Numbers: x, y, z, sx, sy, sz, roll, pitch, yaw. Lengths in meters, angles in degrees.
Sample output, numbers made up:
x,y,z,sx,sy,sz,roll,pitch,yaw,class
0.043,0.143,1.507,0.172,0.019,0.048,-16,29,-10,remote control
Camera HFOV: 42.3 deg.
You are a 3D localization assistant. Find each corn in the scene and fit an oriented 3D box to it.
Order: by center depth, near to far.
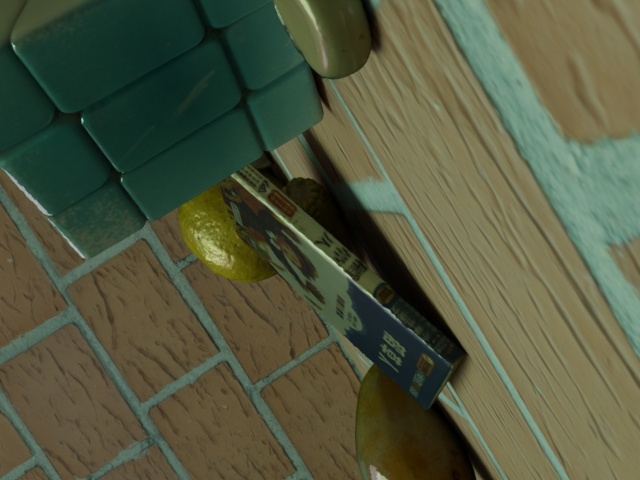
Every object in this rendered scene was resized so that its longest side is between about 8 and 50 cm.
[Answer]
x,y,z,sx,sy,sz,roll,pitch,yaw,class
0.000,0.000,1.326,0.093,0.093,0.244,53,174,42,corn

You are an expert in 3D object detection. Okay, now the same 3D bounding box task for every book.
x,y,z,sx,sy,sz,roll,pitch,yaw,class
0.017,0.063,1.186,0.428,0.039,0.300,42,164,16,book

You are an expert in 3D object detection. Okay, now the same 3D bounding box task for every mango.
x,y,z,sx,sy,sz,roll,pitch,yaw,class
0.167,0.396,1.566,0.221,0.198,0.384,56,-169,-57,mango

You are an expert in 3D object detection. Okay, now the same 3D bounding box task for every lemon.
x,y,z,sx,sy,sz,roll,pitch,yaw,class
-0.177,-0.044,1.792,0.319,0.245,0.245,38,167,21,lemon

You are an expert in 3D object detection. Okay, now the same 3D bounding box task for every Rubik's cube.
x,y,z,sx,sy,sz,roll,pitch,yaw,class
-0.225,-0.233,0.849,0.319,0.321,0.316,56,173,28,Rubik's cube

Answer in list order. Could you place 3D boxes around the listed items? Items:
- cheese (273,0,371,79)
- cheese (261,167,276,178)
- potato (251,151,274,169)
x,y,z,sx,sy,sz,roll,pitch,yaw,class
-0.014,-0.197,0.598,0.171,0.047,0.092,60,171,-27,cheese
-0.153,-0.130,1.978,0.263,0.093,0.159,62,172,-29,cheese
-0.204,-0.250,1.707,0.120,0.100,0.261,50,170,51,potato
